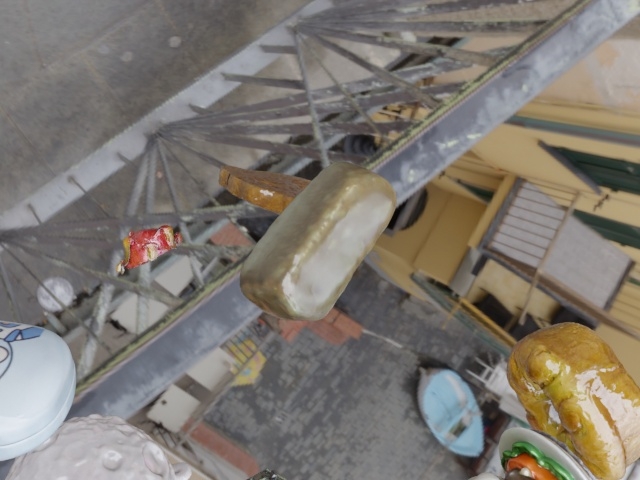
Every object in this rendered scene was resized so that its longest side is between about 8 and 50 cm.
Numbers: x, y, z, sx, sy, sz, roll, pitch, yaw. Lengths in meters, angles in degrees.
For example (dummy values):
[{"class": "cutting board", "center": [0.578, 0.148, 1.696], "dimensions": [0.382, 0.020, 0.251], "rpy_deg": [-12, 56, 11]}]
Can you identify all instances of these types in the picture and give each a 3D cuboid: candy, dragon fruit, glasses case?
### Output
[{"class": "candy", "center": [0.000, 0.000, 0.991], "dimensions": [0.102, 0.104, 0.234], "rpy_deg": [50, 62, -31]}, {"class": "dragon fruit", "center": [-0.333, 0.005, 1.468], "dimensions": [0.126, 0.112, 0.068], "rpy_deg": [-21, 100, 16]}, {"class": "glasses case", "center": [-0.202, 0.066, 0.342], "dimensions": [0.179, 0.067, 0.045], "rpy_deg": [2, 125, -2]}]

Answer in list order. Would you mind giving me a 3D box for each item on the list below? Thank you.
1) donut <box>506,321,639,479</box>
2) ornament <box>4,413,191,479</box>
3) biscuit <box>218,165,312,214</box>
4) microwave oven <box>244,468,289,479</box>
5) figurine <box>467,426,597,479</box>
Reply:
[{"class": "donut", "center": [0.353, 0.220, 1.053], "dimensions": [0.114, 0.226, 0.226], "rpy_deg": [-31, 117, -10]}, {"class": "ornament", "center": [-0.444, 0.507, 1.453], "dimensions": [0.337, 0.337, 0.336], "rpy_deg": [-8, 108, -26]}, {"class": "biscuit", "center": [-0.035, -0.071, 1.325], "dimensions": [0.257, 0.273, 0.049], "rpy_deg": [5, 103, -39]}, {"class": "microwave oven", "center": [-0.071, 0.482, 0.950], "dimensions": [0.394, 0.333, 0.247], "rpy_deg": [-1, 111, -64]}, {"class": "figurine", "center": [0.139, 0.241, 0.613], "dimensions": [0.154, 0.132, 0.132], "rpy_deg": [-26, 115, -21]}]
